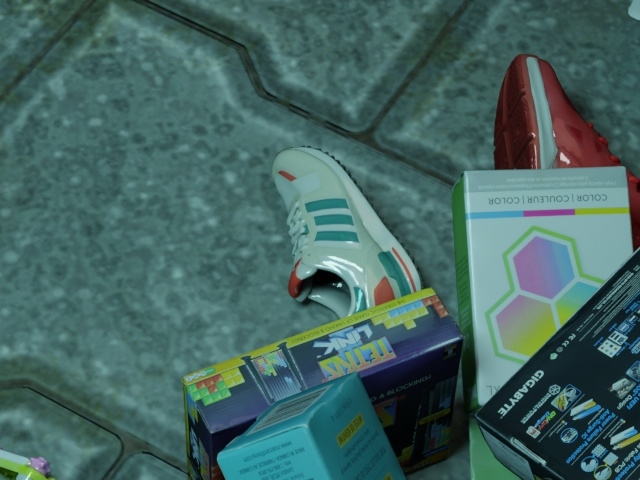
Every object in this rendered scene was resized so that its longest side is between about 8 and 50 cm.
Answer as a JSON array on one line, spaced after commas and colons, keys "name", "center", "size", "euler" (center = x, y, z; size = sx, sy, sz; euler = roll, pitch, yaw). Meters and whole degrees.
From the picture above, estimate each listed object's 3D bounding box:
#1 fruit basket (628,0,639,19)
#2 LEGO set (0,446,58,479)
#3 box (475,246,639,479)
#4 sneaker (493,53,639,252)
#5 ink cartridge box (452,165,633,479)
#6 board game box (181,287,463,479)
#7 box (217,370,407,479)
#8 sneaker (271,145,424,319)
[{"name": "fruit basket", "center": [0.429, -0.235, 1.500], "size": [0.327, 0.165, 0.353], "euler": [18, 52, 11]}, {"name": "LEGO set", "center": [-0.181, 0.187, 1.106], "size": [0.107, 0.287, 0.132], "euler": [40, 49, -29]}, {"name": "box", "center": [0.228, 0.083, 1.189], "size": [0.220, 0.051, 0.175], "euler": [-44, 47, -14]}, {"name": "sneaker", "center": [0.202, -0.033, 1.417], "size": [0.128, 0.087, 0.221], "euler": [-2, 65, -14]}, {"name": "ink cartridge box", "center": [0.147, 0.060, 1.293], "size": [0.109, 0.062, 0.209], "euler": [-2, 80, -5]}, {"name": "board game box", "center": [0.001, 0.112, 1.251], "size": [0.170, 0.141, 0.048], "euler": [-20, 56, -15]}, {"name": "box", "center": [0.032, 0.206, 1.126], "size": [0.060, 0.244, 0.100], "euler": [-22, 6, 22]}, {"name": "sneaker", "center": [0.000, 0.000, 1.385], "size": [0.075, 0.057, 0.161], "euler": [-25, 61, -26]}]
